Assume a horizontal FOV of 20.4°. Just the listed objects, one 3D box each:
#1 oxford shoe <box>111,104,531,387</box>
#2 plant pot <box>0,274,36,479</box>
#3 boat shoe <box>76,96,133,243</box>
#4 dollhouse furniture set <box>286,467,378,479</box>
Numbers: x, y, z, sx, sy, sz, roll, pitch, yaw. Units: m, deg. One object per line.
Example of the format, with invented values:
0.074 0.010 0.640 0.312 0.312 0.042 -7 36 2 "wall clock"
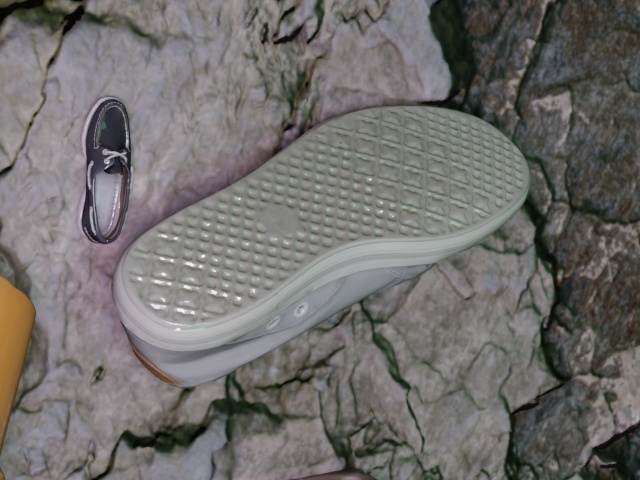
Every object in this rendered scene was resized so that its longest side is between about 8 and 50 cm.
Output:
0.000 0.000 1.588 0.449 0.169 0.130 -26 154 -32 "oxford shoe"
-0.319 0.110 1.385 0.205 0.205 0.188 37 64 -31 "plant pot"
-0.180 -0.059 1.511 0.046 0.038 0.125 8 96 -32 "boat shoe"
0.027 0.303 1.622 0.129 0.184 0.129 -8 104 -29 "dollhouse furniture set"
